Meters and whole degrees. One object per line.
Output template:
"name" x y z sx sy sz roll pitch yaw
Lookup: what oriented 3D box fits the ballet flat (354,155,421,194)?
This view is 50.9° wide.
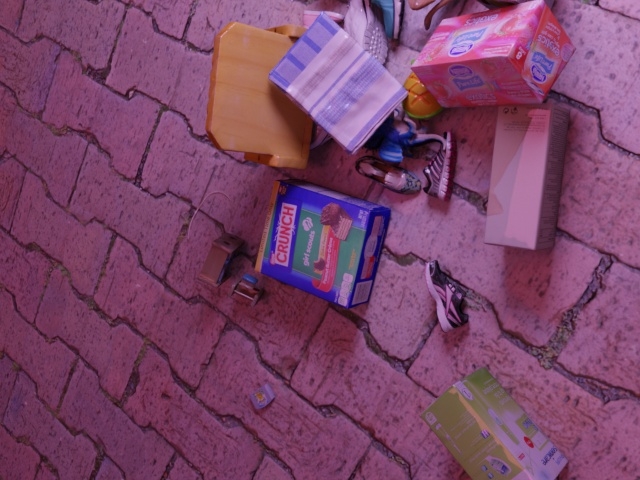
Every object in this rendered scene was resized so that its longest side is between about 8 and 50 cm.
"ballet flat" 0.165 -0.165 1.718 0.188 0.070 0.070 24 106 30

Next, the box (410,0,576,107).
"box" 0.358 -0.387 1.435 0.154 0.142 0.300 -56 30 -11

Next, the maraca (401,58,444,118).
"maraca" 0.259 -0.377 1.627 0.127 0.099 0.186 5 74 24

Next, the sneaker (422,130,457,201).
"sneaker" 0.286 -0.183 1.637 0.074 0.063 0.170 11 104 26

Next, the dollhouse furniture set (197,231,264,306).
"dollhouse furniture set" -0.238 0.083 1.982 0.183 0.129 0.129 26 108 4

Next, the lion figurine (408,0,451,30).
"lion figurine" 0.300 -0.719 1.573 0.240 0.142 0.392 -12 101 25

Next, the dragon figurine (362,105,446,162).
"dragon figurine" 0.198 -0.241 1.666 0.289 0.085 0.144 34 122 32

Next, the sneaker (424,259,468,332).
"sneaker" 0.314 0.130 1.645 0.077 0.072 0.178 -19 90 21

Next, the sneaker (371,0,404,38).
"sneaker" 0.142 -0.624 1.631 0.110 0.107 0.275 -9 121 18

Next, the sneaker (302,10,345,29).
"sneaker" 0.006 -0.578 1.808 0.134 0.051 0.070 17 104 35

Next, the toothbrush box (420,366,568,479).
"toothbrush box" 0.393 0.446 1.519 0.122 0.206 0.283 -49 67 25

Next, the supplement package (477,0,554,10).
"supplement package" 0.406 -0.564 1.426 0.139 0.244 0.134 26 107 30

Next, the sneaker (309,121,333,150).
"sneaker" 0.040 -0.330 1.767 0.321 0.127 0.126 -32 68 55

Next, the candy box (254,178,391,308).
"candy box" 0.000 0.000 1.802 0.317 0.122 0.268 20 104 32

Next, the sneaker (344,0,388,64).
"sneaker" 0.109 -0.521 1.708 0.095 0.090 0.235 -15 63 37

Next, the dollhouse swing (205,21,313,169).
"dollhouse swing" -0.181 -0.375 1.724 0.315 0.305 0.347 23 108 60

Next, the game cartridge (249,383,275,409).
"game cartridge" -0.174 0.469 2.009 0.083 0.017 0.056 -38 76 29

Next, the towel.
"towel" 0.042 -0.365 1.588 0.285 0.034 0.209 42 103 -10

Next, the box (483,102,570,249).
"box" 0.454 -0.140 1.481 0.121 0.148 0.311 9 97 34
